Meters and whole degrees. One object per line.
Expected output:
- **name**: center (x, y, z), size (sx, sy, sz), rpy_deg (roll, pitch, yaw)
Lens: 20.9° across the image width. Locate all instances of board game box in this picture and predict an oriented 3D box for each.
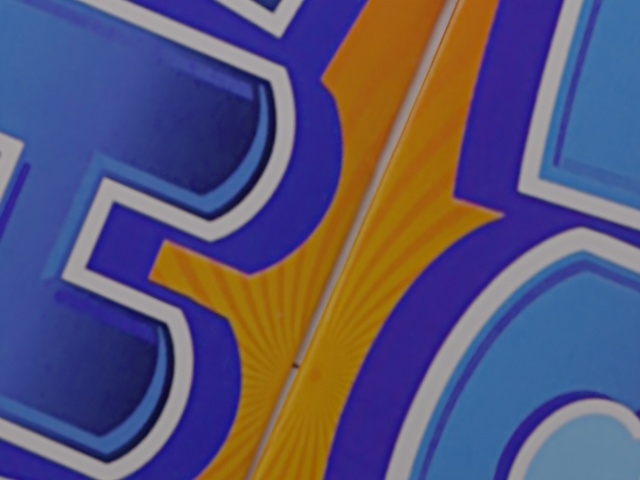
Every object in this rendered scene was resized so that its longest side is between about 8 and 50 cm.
- **board game box**: center (0.000, 0.023, 0.497), size (0.356, 0.356, 0.356), rpy_deg (23, 0, 1)
